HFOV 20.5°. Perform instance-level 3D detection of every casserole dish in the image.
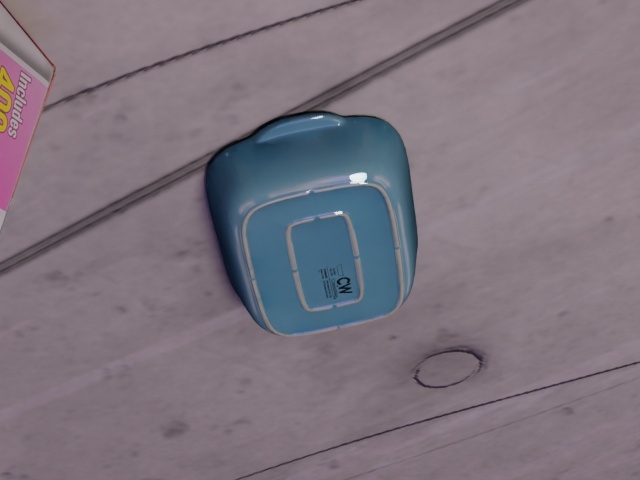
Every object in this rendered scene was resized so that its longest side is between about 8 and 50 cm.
[{"bbox_3d":[0.000,0.000,1.000,0.114,0.037,0.188,-12,146,-1],"label":"casserole dish"}]

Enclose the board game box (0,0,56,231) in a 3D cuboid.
[{"bbox_3d":[-0.230,-0.055,0.670,0.064,0.242,0.316,1,150,24],"label":"board game box"}]
